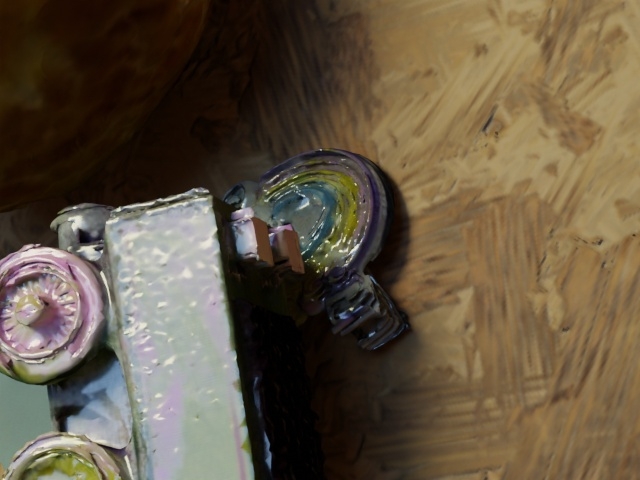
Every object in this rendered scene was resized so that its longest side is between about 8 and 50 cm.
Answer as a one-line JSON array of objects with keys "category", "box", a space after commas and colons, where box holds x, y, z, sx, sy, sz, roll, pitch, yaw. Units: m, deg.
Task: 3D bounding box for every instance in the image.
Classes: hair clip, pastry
[{"category": "hair clip", "box": [0.000, 0.000, 1.249, 0.116, 0.049, 0.172, -34, 48, 6]}, {"category": "pastry", "box": [-0.242, -0.187, 1.265, 0.388, 0.388, 0.312, -57, 34, 6]}]

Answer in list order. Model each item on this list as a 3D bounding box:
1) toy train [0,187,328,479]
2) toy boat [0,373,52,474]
[{"category": "toy train", "box": [-0.098, 0.096, 1.147, 0.177, 0.134, 0.260, -13, 76, 16]}, {"category": "toy boat", "box": [-0.166, 0.112, 1.316, 0.291, 0.067, 0.220, -2, 73, 38]}]
